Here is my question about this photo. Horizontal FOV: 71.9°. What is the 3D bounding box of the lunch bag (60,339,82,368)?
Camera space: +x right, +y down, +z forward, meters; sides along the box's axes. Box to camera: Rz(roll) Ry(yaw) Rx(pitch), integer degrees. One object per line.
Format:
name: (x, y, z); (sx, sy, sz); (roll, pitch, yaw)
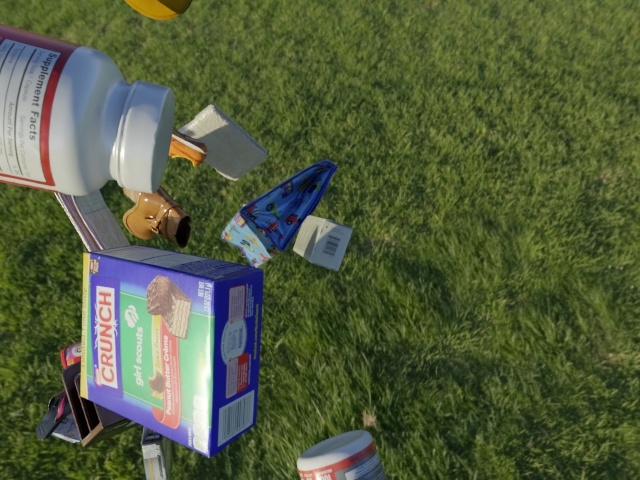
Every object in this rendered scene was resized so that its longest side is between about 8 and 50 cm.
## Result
lunch bag: (-0.865, 0.519, 1.670); (0.120, 0.258, 0.293); (-19, 88, -12)

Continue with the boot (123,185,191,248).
boot: (-0.326, -0.031, 0.898); (0.152, 0.197, 0.073); (36, 57, 13)

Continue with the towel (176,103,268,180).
towel: (-0.333, -0.330, 1.521); (0.187, 0.282, 0.049); (-29, 46, 23)

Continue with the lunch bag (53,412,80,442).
lunch bag: (-0.666, 0.487, 1.170); (0.053, 0.083, 0.071); (-24, 38, 33)

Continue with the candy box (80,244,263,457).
candy box: (-0.258, 0.160, 0.740); (0.317, 0.122, 0.269); (7, 98, 31)

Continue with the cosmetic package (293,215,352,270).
cosmetic package: (0.000, 0.000, 1.620); (0.113, 0.309, 0.160); (20, 92, -14)

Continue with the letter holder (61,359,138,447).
letter holder: (-0.467, 0.348, 1.141); (0.301, 0.152, 0.215); (-7, 62, -49)

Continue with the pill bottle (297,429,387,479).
pill bottle: (0.092, 0.693, 1.107); (0.210, 0.210, 0.363); (-18, 76, -9)

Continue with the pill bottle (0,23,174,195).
pill bottle: (-0.446, -0.196, 0.667); (0.407, 0.229, 0.229); (11, 54, -14)

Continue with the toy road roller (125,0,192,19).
toy road roller: (-0.300, -0.621, 0.911); (0.329, 0.202, 0.241); (-46, 41, 24)

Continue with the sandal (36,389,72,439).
sandal: (-0.658, 0.419, 1.108); (0.067, 0.040, 0.179); (31, 80, 35)

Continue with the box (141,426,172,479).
box: (-0.475, 0.608, 1.292); (0.056, 0.231, 0.183); (-4, 23, -15)

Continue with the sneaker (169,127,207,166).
sneaker: (-0.355, -0.233, 1.038); (0.175, 0.067, 0.064); (32, 23, -12)

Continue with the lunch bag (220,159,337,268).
lunch bag: (-0.090, -0.092, 1.122); (0.138, 0.221, 0.293); (44, 63, -8)

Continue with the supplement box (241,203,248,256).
supplement box: (-0.287, -0.041, 1.996); (0.130, 0.073, 0.240); (2, 80, -6)

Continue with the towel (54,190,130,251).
towel: (-0.606, -0.027, 1.237); (0.053, 0.317, 0.332); (-27, 14, -11)
